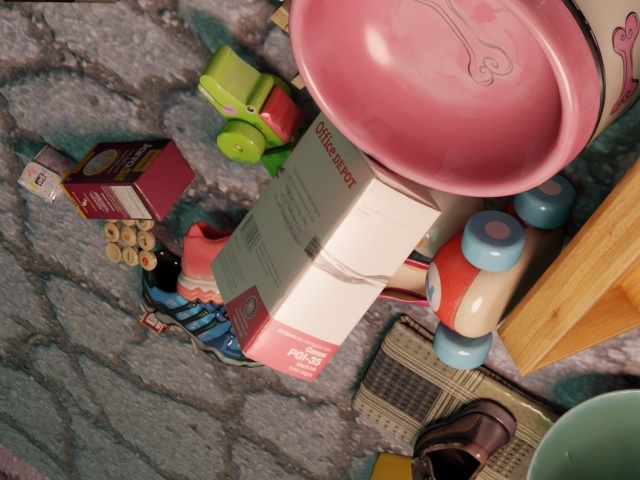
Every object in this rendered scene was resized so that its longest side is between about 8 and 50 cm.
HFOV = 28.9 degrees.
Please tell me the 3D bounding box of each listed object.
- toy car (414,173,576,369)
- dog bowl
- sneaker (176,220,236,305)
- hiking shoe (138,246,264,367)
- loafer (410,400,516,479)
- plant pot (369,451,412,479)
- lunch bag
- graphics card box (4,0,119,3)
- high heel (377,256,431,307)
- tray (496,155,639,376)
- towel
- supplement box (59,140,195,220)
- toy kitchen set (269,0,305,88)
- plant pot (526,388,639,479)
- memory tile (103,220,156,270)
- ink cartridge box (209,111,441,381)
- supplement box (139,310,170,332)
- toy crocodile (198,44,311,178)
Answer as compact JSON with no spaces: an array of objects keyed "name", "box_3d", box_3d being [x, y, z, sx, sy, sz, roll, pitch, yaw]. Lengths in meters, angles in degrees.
[{"name":"toy car","box_3d":[0.164,-0.005,1.567,0.238,0.210,0.219,35,140,25]},{"name":"dog bowl","box_3d":[0.144,-0.217,1.335,0.408,0.150,0.408,25,147,17]},{"name":"sneaker","box_3d":[-0.083,0.033,1.911,0.314,0.116,0.136,4,102,20]},{"name":"hiking shoe","box_3d":[-0.188,0.118,2.114,0.304,0.113,0.132,22,146,20]},{"name":"loafer","box_3d":[0.205,0.349,1.979,0.109,0.095,0.302,37,145,2]},{"name":"plant pot","box_3d":[0.186,0.530,2.237,0.212,0.187,0.212,0,133,43]},{"name":"lunch bag","box_3d":[-0.458,-0.109,2.095,0.071,0.083,0.053,32,148,7]},{"name":"graphics card box","box_3d":[-0.387,-0.470,1.549,0.233,0.094,0.371,7,137,37]},{"name":"high heel","box_3d":[0.113,0.052,1.715,0.244,0.082,0.117,23,163,-26]},{"name":"tray","box_3d":[0.361,0.006,1.374,0.076,0.203,0.411,61,154,21]},{"name":"towel","box_3d":[0.222,0.275,2.013,0.324,0.056,0.312,33,145,8]},{"name":"supplement box","box_3d":[-0.304,-0.094,1.953,0.188,0.104,0.080,1,134,41]},{"name":"toy kitchen set","box_3d":[-0.024,-0.249,1.517,0.083,0.075,0.068,38,147,-13]},{"name":"plant pot","box_3d":[0.450,0.384,1.730,0.293,0.293,0.235,17,160,27]},{"name":"memory tile","box_3d":[-0.324,-0.024,2.093,0.113,0.012,0.148,14,117,32]},{"name":"ink cartridge box","box_3d":[0.000,0.000,1.557,0.117,0.207,0.283,26,111,-30]},{"name":"supplement box","box_3d":[-0.290,0.135,2.254,0.043,0.055,0.083,32,180,4]},{"name":"toy crocodile","box_3d":[-0.039,-0.121,1.666,0.105,0.115,0.340,-9,130,43]}]
